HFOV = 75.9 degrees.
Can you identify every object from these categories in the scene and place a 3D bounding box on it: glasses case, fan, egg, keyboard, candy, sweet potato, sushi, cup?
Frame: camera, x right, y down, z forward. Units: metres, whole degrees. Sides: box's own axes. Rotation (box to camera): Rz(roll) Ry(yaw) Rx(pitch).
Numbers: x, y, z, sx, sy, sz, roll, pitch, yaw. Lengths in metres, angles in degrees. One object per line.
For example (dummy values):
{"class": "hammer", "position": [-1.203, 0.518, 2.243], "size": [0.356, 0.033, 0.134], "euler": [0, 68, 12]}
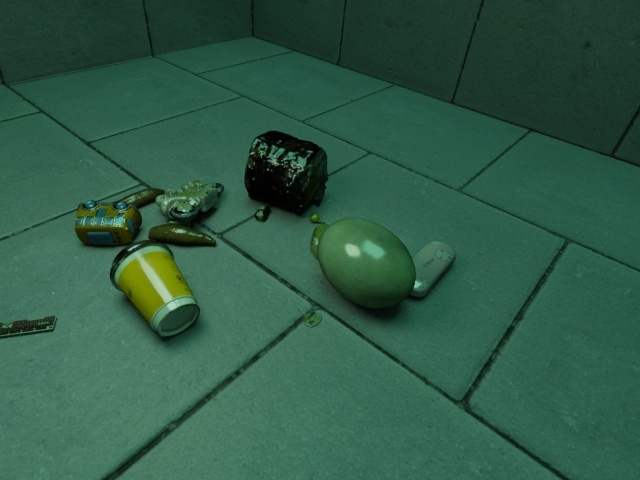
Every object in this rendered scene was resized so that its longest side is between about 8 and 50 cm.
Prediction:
{"class": "glasses case", "position": [0.378, 0.094, 1.447], "size": [0.113, 0.075, 0.296], "euler": [31, 47, 25]}
{"class": "fan", "position": [-0.037, 0.243, 1.276], "size": [0.080, 0.003, 0.060], "euler": [10, 39, 5]}
{"class": "egg", "position": [0.141, 0.068, 1.313], "size": [0.258, 0.259, 0.352], "euler": [-23, 50, -30]}
{"class": "keyboard", "position": [-0.848, 0.247, 1.166], "size": [0.165, 0.017, 0.055], "euler": [-6, 41, -14]}
{"class": "candy", "position": [0.013, -0.072, 1.645], "size": [0.122, 0.035, 0.035], "euler": [27, 87, 11]}
{"class": "sweet potato", "position": [-0.500, -0.024, 1.489], "size": [0.243, 0.077, 0.077], "euler": [4, 40, 1]}
{"class": "sushi", "position": [-0.139, -0.281, 1.668], "size": [0.294, 0.300, 0.281], "euler": [24, 58, 18]}
{"class": "sweet potato", "position": [-0.744, -0.162, 1.641], "size": [0.255, 0.058, 0.078], "euler": [-24, 32, -27]}
{"class": "sushi", "position": [-0.237, -0.108, 1.657], "size": [0.045, 0.044, 0.083], "euler": [-6, 34, 20]}
{"class": "cup", "position": [-0.485, 0.141, 1.217], "size": [0.196, 0.197, 0.280], "euler": [-26, 58, -33]}

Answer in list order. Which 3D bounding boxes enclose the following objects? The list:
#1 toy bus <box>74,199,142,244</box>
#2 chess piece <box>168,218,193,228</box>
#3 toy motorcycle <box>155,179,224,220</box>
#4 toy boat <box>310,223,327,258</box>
{"class": "toy bus", "position": [-0.756, -0.054, 1.459], "size": [0.209, 0.126, 0.136], "euler": [0, 48, -7]}
{"class": "chess piece", "position": [-0.536, -0.066, 1.562], "size": [0.093, 0.042, 0.042], "euler": [5, 39, 7]}
{"class": "toy motorcycle", "position": [-0.527, -0.162, 1.618], "size": [0.222, 0.108, 0.341], "euler": [4, 28, 13]}
{"class": "toy boat", "position": [0.000, 0.000, 1.530], "size": [0.066, 0.065, 0.172], "euler": [23, 41, -10]}
